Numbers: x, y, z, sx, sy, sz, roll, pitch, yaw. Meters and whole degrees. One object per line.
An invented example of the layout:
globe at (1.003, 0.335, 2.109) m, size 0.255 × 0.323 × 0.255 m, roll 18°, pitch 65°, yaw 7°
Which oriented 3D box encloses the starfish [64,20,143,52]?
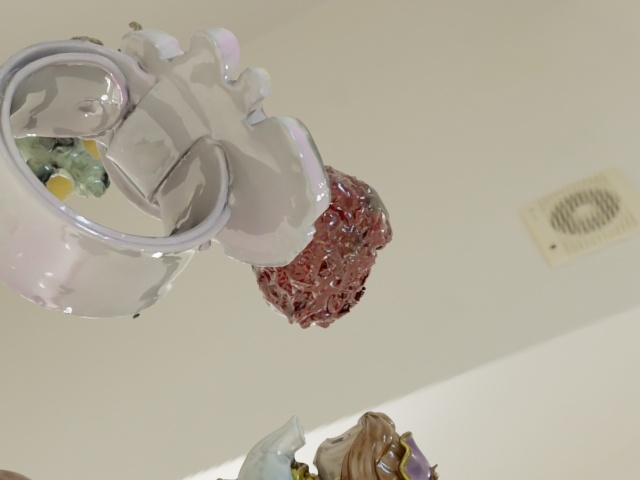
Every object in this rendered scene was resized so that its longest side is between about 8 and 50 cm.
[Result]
starfish at (-0.267, -0.182, 1.307) m, size 0.190 × 0.146 × 0.074 m, roll -25°, pitch -126°, yaw 23°

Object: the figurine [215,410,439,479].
figurine at (0.012, 0.297, 1.353) m, size 0.263 × 0.189 × 0.142 m, roll -19°, pitch 179°, yaw 5°

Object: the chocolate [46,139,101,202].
chocolate at (-0.510, -0.139, 2.046) m, size 0.445 × 0.162 × 0.162 m, roll -43°, pitch -147°, yaw 9°

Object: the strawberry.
strawberry at (0.000, 0.000, 1.686) m, size 0.220 × 0.274 × 0.274 m, roll -13°, pitch -144°, yaw 7°

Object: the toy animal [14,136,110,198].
toy animal at (-0.371, -0.123, 1.467) m, size 0.225 × 0.094 × 0.121 m, roll 26°, pitch -163°, yaw 14°

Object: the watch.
watch at (-0.141, -0.050, 0.865) m, size 0.231 × 0.244 × 0.196 m, roll -30°, pitch 165°, yaw -50°

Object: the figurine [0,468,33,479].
figurine at (-0.330, 0.428, 1.067) m, size 0.248 × 0.276 × 0.388 m, roll -6°, pitch -118°, yaw 36°
